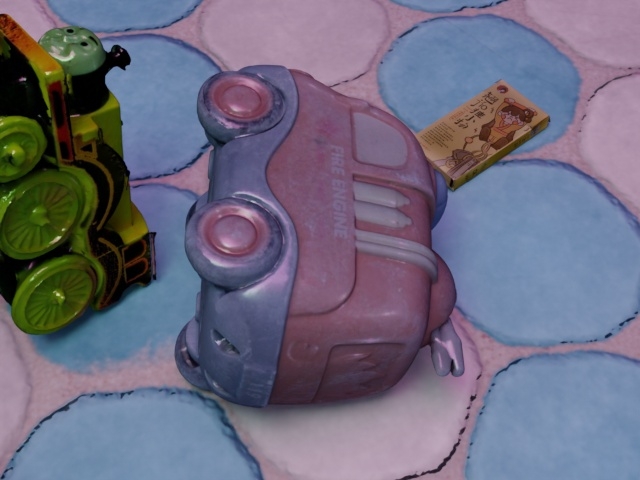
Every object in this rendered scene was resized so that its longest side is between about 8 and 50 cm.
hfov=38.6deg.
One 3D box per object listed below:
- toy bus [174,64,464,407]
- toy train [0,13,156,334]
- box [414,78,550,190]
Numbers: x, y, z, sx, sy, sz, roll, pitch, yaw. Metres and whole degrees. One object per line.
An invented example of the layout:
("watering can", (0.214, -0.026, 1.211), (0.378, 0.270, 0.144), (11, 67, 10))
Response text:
("toy bus", (0.000, 0.000, 0.781), (0.232, 0.197, 0.294), (5, 53, -8))
("toy train", (-0.220, -0.048, 0.748), (0.161, 0.296, 0.100), (-32, 58, -30))
("box", (0.167, -0.113, 0.957), (0.149, 0.020, 0.073), (-34, 60, -22))
